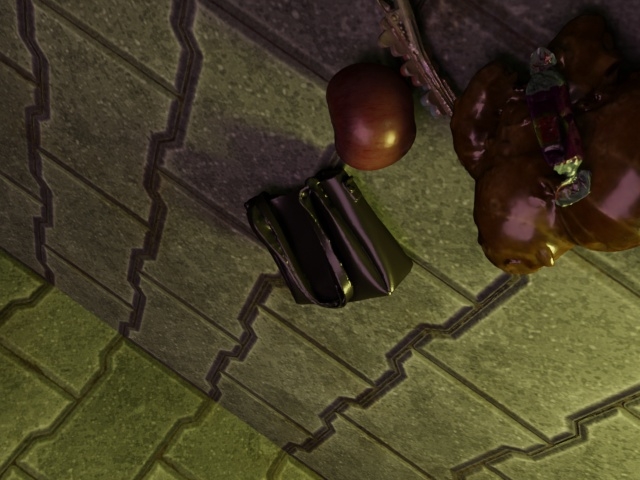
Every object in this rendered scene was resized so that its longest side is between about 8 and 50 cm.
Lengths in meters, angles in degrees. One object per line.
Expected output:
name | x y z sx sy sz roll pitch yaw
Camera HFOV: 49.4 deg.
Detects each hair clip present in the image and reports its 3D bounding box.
hair clip | 0.127 -0.242 0.927 0.056 0.062 0.214 6 135 52

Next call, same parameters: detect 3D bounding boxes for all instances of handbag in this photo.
handbag | 0.000 0.000 1.286 0.285 0.113 0.257 -12 116 48

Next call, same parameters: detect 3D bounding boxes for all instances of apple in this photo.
apple | 0.074 -0.174 0.979 0.120 0.153 0.153 -10 135 0

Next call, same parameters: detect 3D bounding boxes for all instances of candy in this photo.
candy | 0.255 -0.124 0.756 0.045 0.043 0.175 -15 91 38

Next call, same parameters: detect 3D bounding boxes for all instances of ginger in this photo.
ginger | 0.313 -0.114 0.844 0.357 0.152 0.274 -20 88 47
